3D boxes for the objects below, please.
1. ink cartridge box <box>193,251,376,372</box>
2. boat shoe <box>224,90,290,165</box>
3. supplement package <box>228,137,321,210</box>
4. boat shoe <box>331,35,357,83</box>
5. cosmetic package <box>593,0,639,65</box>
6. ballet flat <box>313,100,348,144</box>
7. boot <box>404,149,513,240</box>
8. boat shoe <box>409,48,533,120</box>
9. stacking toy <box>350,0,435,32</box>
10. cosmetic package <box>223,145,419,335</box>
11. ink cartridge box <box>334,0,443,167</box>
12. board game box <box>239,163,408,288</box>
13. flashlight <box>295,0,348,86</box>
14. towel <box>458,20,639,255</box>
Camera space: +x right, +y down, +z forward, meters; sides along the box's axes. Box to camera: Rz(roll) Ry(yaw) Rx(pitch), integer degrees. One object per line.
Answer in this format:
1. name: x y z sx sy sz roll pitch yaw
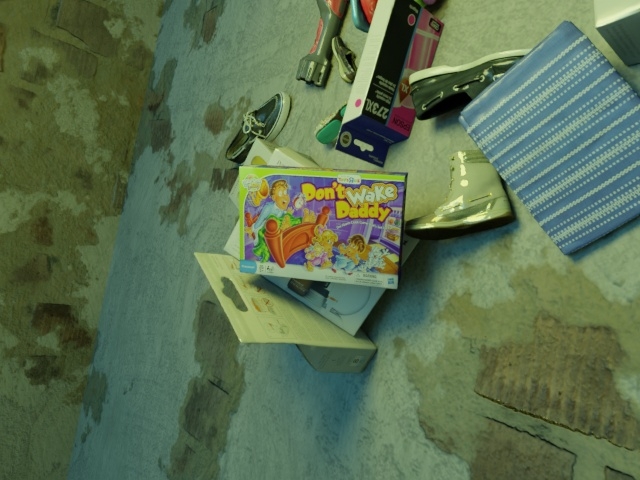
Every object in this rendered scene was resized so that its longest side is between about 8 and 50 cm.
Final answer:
1. ink cartridge box: -0.094 0.172 1.157 0.308 0.385 0.091 49 117 43
2. boat shoe: -0.218 -0.378 1.649 0.306 0.105 0.113 -43 52 34
3. supplement package: -0.088 -0.118 1.366 0.263 0.198 0.199 50 118 43
4. boat shoe: 0.074 -0.517 1.398 0.049 0.056 0.152 -27 71 36
5. cosmetic package: 0.530 -0.409 0.772 0.151 0.151 0.184 -8 73 48
6. ballet flat: 0.074 -0.340 1.332 0.241 0.091 0.077 -20 44 41
7. boot: 0.272 -0.094 1.018 0.213 0.077 0.165 -12 69 23
8. boat shoe: 0.326 -0.303 1.002 0.340 0.127 0.113 5 95 41
9. stacking toy: 0.227 -0.609 1.181 0.302 0.175 0.166 2 102 34
10. cosmetic package: 0.000 0.000 1.155 0.377 0.097 0.284 32 108 6
11. ink cartridge box: 0.162 -0.366 1.161 0.069 0.176 0.371 25 100 48
12. board game box: 0.002 -0.035 1.053 0.347 0.078 0.233 5 104 14
13. flashlight: 0.001 -0.619 1.468 0.103 0.103 0.304 -129 57 -72
14. towel: 0.423 -0.172 0.852 0.243 0.040 0.336 -41 74 33
